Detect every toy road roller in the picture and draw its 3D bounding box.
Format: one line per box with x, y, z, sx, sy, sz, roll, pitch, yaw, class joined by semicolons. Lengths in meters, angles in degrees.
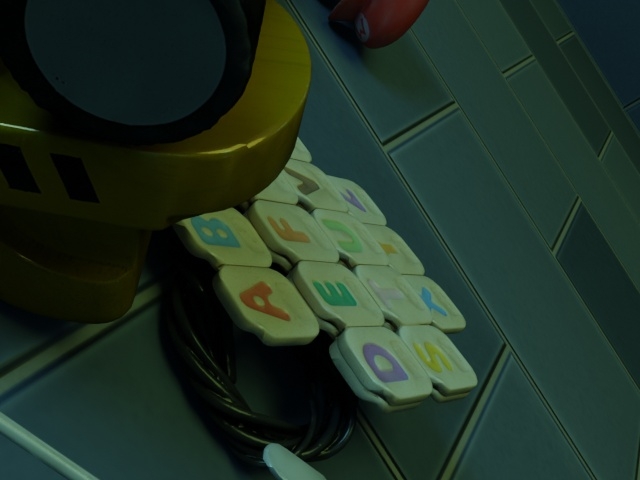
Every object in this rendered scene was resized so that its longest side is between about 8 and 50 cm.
-0.168;-0.093;0.412;0.329;0.241;0.203;10;43;-6;toy road roller

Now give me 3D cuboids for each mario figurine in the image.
0.022;-0.369;0.999;0.198;0.170;0.321;-5;81;-59;mario figurine

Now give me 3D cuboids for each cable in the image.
-0.035;0.059;0.580;0.150;0.047;0.185;39;34;-32;cable

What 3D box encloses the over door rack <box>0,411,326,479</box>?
-0.161;0.091;0.202;0.324;0.108;0.239;29;21;-10;over door rack

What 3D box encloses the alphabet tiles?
0.000;0.000;0.644;0.278;0.021;0.284;6;42;-54;alphabet tiles
